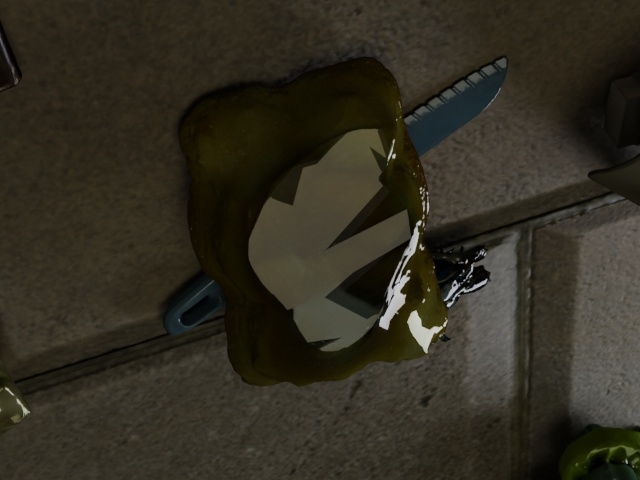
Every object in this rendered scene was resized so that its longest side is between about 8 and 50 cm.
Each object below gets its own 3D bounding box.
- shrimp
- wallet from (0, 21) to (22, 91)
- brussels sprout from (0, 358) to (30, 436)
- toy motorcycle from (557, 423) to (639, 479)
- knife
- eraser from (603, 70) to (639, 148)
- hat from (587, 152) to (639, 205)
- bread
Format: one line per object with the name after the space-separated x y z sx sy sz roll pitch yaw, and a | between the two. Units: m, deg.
0.053 0.053 1.157 0.174 0.076 0.082 -16 160 -10 | shrimp
-0.231 -0.142 0.853 0.095 0.026 0.176 -24 140 -11 | wallet
-0.292 0.111 1.030 0.181 0.100 0.139 -20 148 -8 | brussels sprout
0.302 0.300 1.466 0.326 0.191 0.200 36 115 -29 | toy motorcycle
0.008 -0.030 1.093 0.313 0.019 0.044 -36 135 9 | knife
0.269 -0.105 1.131 0.122 0.029 0.052 -14 137 -13 | eraser
0.290 -0.032 1.113 0.166 0.144 0.173 -40 171 33 | hat
0.000 0.000 1.037 0.161 0.088 0.233 -20 116 -10 | bread
